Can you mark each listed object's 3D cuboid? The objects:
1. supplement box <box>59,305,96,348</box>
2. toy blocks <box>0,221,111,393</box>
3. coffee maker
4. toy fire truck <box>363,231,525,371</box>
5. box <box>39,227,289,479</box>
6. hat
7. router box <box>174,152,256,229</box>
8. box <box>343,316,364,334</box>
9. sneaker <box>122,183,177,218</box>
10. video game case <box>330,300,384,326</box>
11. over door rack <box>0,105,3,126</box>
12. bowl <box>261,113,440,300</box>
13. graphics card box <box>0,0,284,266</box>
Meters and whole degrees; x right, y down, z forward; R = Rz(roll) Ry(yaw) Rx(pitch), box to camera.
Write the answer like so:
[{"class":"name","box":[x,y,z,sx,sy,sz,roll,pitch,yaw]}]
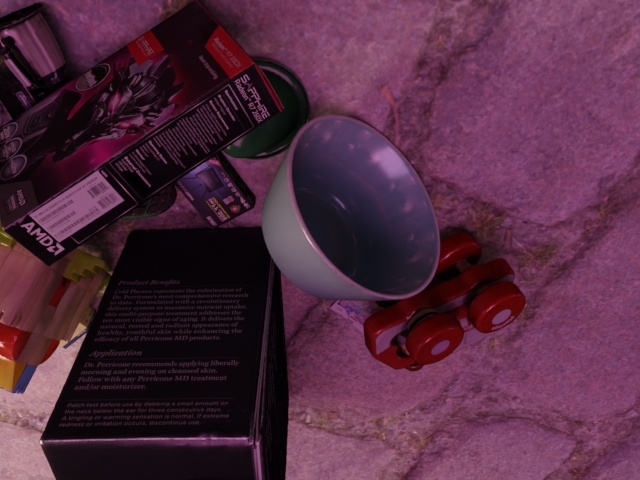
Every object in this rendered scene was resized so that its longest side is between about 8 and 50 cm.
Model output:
[{"class":"supplement box","box":[-0.511,0.157,1.245,0.083,0.056,0.083,-35,118,22]},{"class":"toy blocks","box":[-0.480,0.119,0.991,0.190,0.261,0.381,24,165,1]},{"class":"coffee maker","box":[-0.447,-0.243,0.944,0.171,0.120,0.178,-3,127,30]},{"class":"toy fire truck","box":[0.226,0.149,1.154,0.302,0.169,0.254,-24,140,-11]},{"class":"box","box":[-0.212,0.305,1.097,0.297,0.472,0.480,0,125,2]},{"class":"hat","box":[-0.118,-0.155,0.950,0.208,0.184,0.173,-30,120,19]},{"class":"router box","box":[-0.184,-0.089,1.085,0.092,0.038,0.122,-26,121,18]},{"class":"box","box":[0.148,0.171,1.270,0.114,0.036,0.207,-35,118,22]},{"class":"sneaker","box":[-0.412,-0.091,1.044,0.343,0.134,0.146,5,163,-2]},{"class":"video game case","box":[0.089,0.110,1.197,0.087,0.011,0.122,32,119,-21]},{"class":"over door rack","box":[-0.689,-0.228,0.927,0.239,0.108,0.324,-28,141,18]},{"class":"bowl","box":[0.027,-0.027,1.000,0.311,0.312,0.163,36,137,-23]},{"class":"graphics card box","box":[-0.261,-0.158,0.845,0.371,0.233,0.094,-34,139,-2]}]
